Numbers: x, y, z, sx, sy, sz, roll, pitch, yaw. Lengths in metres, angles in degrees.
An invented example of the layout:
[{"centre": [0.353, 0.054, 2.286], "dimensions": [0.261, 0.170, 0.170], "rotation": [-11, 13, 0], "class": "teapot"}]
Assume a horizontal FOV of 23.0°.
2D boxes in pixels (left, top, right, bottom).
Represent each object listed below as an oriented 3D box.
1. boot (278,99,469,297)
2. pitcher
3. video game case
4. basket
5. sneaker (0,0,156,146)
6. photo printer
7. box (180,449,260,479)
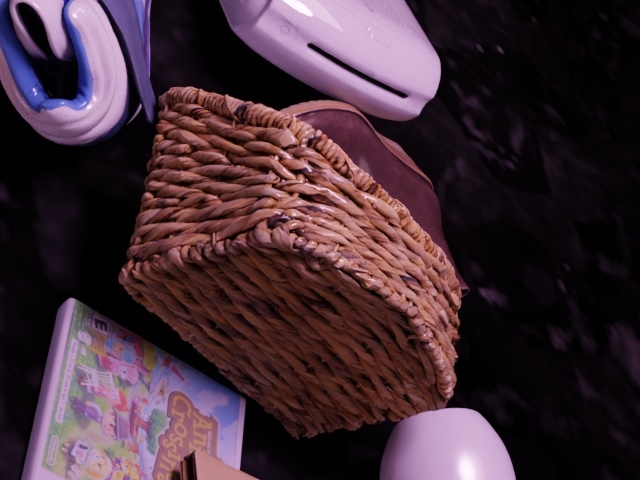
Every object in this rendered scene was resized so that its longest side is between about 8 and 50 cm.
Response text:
[{"centre": [0.054, -0.038, 1.690], "dimensions": [0.248, 0.090, 0.207], "rotation": [14, 45, -48], "class": "boot"}, {"centre": [0.100, 0.262, 1.433], "dimensions": [0.178, 0.125, 0.207], "rotation": [7, 62, -29], "class": "pitcher"}, {"centre": [-0.147, 0.170, 1.294], "dimensions": [0.193, 0.023, 0.212], "rotation": [33, 36, -25], "class": "video game case"}, {"centre": [0.000, 0.000, 1.384], "dimensions": [0.299, 0.213, 0.223], "rotation": [46, 39, -39], "class": "basket"}, {"centre": [-0.217, -0.243, 1.376], "dimensions": [0.236, 0.130, 0.323], "rotation": [-53, 141, -83], "class": "sneaker"}, {"centre": [-0.003, -0.266, 1.778], "dimensions": [0.256, 0.107, 0.307], "rotation": [25, 25, -32], "class": "photo printer"}, {"centre": [-0.036, 0.278, 1.295], "dimensions": [0.201, 0.021, 0.164], "rotation": [33, 37, -41], "class": "box"}]
